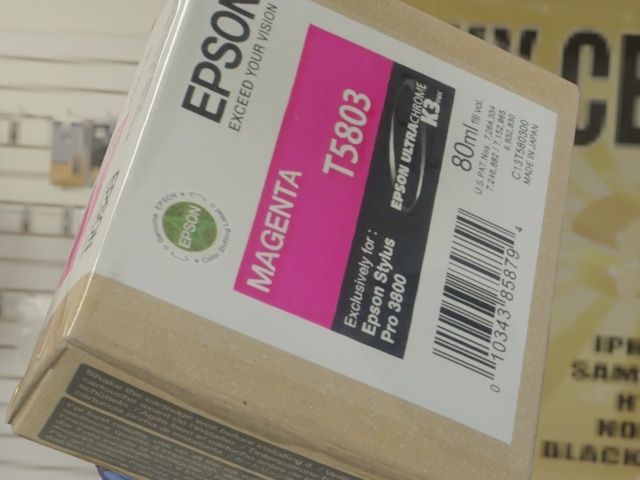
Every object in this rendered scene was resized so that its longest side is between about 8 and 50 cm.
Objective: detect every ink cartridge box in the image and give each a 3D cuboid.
[{"bbox_3d":[0.000,0.000,0.593,0.193,0.235,0.088,23,-36,-14],"label":"ink cartridge box"}]

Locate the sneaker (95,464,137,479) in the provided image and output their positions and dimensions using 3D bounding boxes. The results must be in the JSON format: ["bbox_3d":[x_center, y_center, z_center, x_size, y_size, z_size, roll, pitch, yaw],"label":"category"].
[{"bbox_3d":[-0.056,0.092,0.670,0.152,0.058,0.085,-12,-52,36],"label":"sneaker"}]
